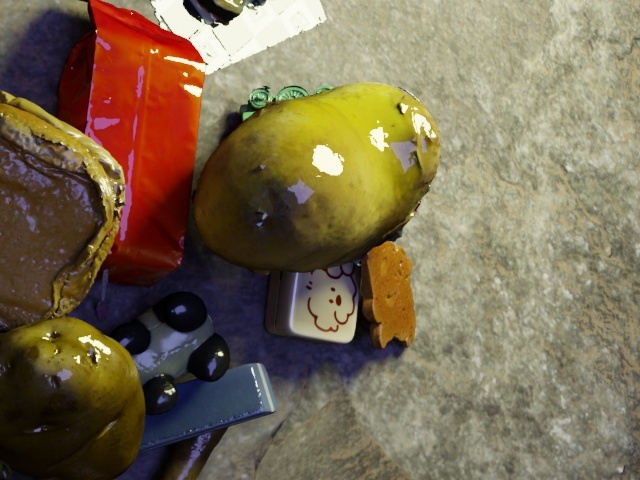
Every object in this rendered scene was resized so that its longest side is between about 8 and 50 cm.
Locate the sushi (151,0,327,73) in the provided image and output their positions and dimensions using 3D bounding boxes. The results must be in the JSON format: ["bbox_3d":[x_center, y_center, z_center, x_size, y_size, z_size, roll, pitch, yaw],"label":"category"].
[{"bbox_3d":[-0.141,-0.466,1.769,0.320,0.069,0.339,-29,103,-34],"label":"sushi"}]

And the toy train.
[{"bbox_3d":[-0.042,-0.194,1.771,0.178,0.071,0.104,-3,63,3],"label":"toy train"}]

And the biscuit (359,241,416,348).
[{"bbox_3d":[0.110,0.083,1.875,0.280,0.043,0.183,62,39,-39],"label":"biscuit"}]

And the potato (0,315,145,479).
[{"bbox_3d":[-0.332,0.218,1.428,0.195,0.176,0.369,-56,157,-26],"label":"potato"}]

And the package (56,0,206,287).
[{"bbox_3d":[-0.288,-0.143,1.608,0.196,0.123,0.423,12,81,-37],"label":"package"}]

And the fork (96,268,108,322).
[{"bbox_3d":[-0.315,0.079,1.597,0.012,0.115,0.016,36,50,21],"label":"fork"}]

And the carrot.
[{"bbox_3d":[-0.208,0.339,1.663,0.070,0.070,0.342,41,66,-26],"label":"carrot"}]

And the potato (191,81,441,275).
[{"bbox_3d":[0.009,-0.073,1.605,0.397,0.296,0.290,-8,100,-3],"label":"potato"}]

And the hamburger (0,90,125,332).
[{"bbox_3d":[-0.409,-0.030,1.429,0.318,0.158,0.318,0,101,3],"label":"hamburger"}]

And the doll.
[{"bbox_3d":[-0.248,0.168,1.607,0.234,0.135,0.143,-32,107,-29],"label":"doll"}]

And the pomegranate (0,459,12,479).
[{"bbox_3d":[-0.499,0.300,1.376,0.241,0.190,0.159,-19,129,-4],"label":"pomegranate"}]

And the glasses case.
[{"bbox_3d":[0.000,0.000,1.831,0.144,0.076,0.336,12,79,-34],"label":"glasses case"}]

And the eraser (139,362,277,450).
[{"bbox_3d":[-0.180,0.248,1.646,0.225,0.036,0.082,-16,71,-9],"label":"eraser"}]
